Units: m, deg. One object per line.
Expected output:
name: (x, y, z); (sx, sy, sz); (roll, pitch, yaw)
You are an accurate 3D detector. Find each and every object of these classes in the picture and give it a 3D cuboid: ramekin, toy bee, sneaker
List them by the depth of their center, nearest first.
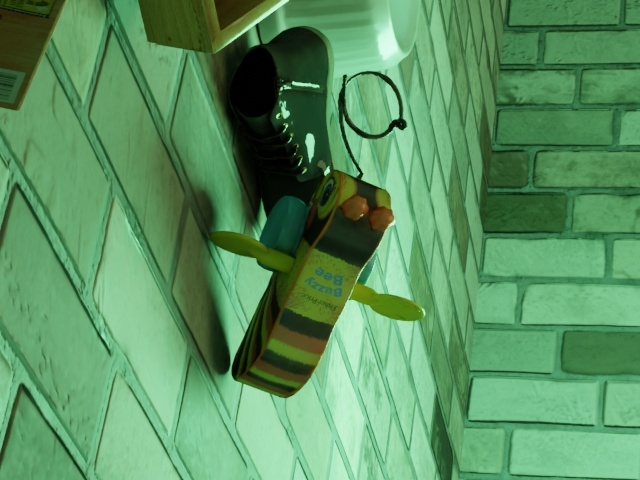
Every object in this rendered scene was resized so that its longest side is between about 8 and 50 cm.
toy bee: (0.000, 0.000, 1.540); (0.162, 0.195, 0.298); (-156, -113, -75)
sneaker: (-0.042, -0.084, 1.639); (0.118, 0.083, 0.222); (-27, 118, -61)
ramekin: (0.023, -0.289, 1.763); (0.273, 0.127, 0.273); (0, 90, -77)

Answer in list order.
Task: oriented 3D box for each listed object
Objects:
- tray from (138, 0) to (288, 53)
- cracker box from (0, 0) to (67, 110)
tray: (-0.080, -0.363, 1.244); (0.203, 0.076, 0.411); (-42, 134, -40)
cracker box: (-0.162, -0.208, 0.950); (0.156, 0.067, 0.232); (136, -37, -64)
